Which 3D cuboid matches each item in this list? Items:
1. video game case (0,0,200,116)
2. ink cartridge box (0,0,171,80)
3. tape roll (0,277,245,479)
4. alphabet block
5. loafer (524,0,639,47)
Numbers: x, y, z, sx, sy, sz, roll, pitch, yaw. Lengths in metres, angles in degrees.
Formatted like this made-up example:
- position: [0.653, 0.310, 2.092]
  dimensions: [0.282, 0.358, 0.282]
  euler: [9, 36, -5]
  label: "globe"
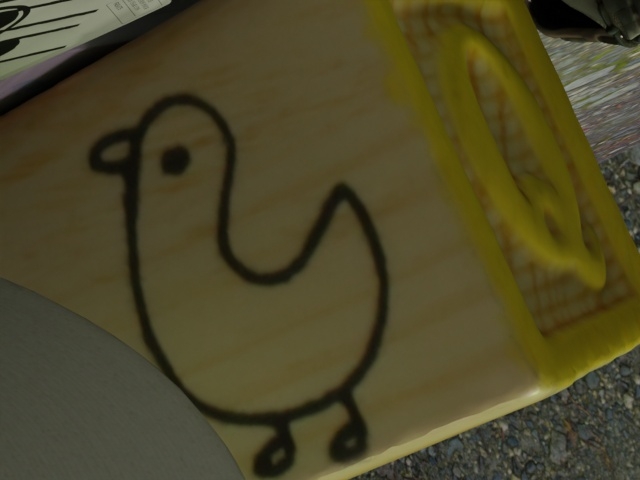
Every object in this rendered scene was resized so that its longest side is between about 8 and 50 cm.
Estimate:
- position: [-0.101, -0.067, 0.782]
  dimensions: [0.157, 0.019, 0.143]
  euler: [-18, 173, -46]
  label: "video game case"
- position: [-0.102, -0.080, 0.467]
  dimensions: [0.097, 0.046, 0.207]
  euler: [-24, 175, 1]
  label: "ink cartridge box"
- position: [-0.206, 0.116, 0.522]
  dimensions: [0.392, 0.072, 0.392]
  euler: [6, -150, -3]
  label: "tape roll"
- position: [0.000, 0.000, 0.764]
  dimensions: [0.197, 0.192, 0.193]
  euler: [-27, 176, 24]
  label: "alphabet block"
- position: [0.137, -0.124, 0.863]
  dimensions: [0.084, 0.096, 0.267]
  euler: [-18, 178, 7]
  label: "loafer"
